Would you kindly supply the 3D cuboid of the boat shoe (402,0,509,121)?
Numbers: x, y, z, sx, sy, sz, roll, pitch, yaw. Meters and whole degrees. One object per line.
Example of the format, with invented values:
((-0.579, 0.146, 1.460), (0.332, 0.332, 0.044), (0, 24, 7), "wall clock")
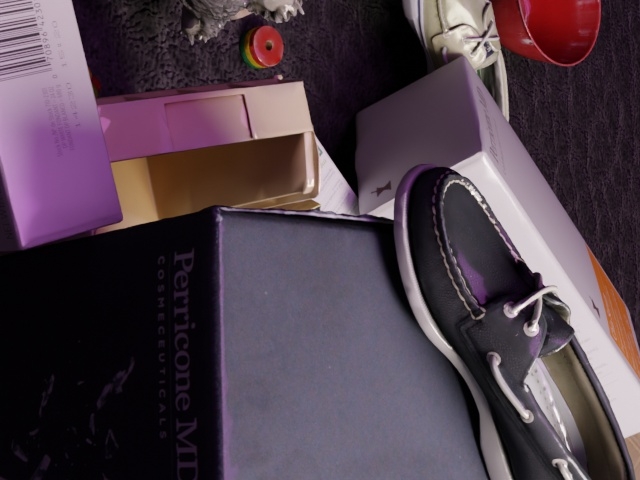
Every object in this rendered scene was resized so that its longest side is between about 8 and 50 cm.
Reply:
((0.176, -0.241, 1.651), (0.109, 0.094, 0.302), (-39, 139, -19), "boat shoe")

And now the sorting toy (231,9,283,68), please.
((-0.066, -0.338, 1.529), (0.132, 0.046, 0.275), (-31, 109, -41), "sorting toy")

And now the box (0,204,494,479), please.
((-0.119, 0.246, 1.121), (0.297, 0.471, 0.480), (6, 79, -45), "box")

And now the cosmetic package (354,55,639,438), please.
((0.224, 0.033, 1.649), (0.453, 0.161, 0.230), (52, 21, -30), "cosmetic package")

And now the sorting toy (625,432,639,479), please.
((0.407, 0.348, 1.961), (0.307, 0.041, 0.229), (46, 62, -32), "sorting toy")

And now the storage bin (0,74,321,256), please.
((-0.176, -0.063, 1.258), (0.262, 0.260, 0.123), (-13, 92, -44), "storage bin")

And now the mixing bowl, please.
((0.281, -0.314, 1.830), (0.181, 0.098, 0.181), (4, 84, -44), "mixing bowl")

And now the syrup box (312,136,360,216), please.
((0.000, 0.000, 1.538), (0.237, 0.096, 0.093), (54, 54, -27), "syrup box")

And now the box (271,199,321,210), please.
((-0.051, 0.065, 1.445), (0.087, 0.058, 0.232), (-26, 133, -40), "box")

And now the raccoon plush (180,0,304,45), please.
((-0.009, -0.385, 1.416), (0.446, 0.216, 0.299), (-21, 98, -29), "raccoon plush")

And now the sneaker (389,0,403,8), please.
((0.100, -0.429, 1.671), (0.130, 0.109, 0.286), (-41, 125, -45), "sneaker")

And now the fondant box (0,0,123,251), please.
((-0.308, -0.111, 1.078), (0.096, 0.330, 0.238), (-20, 102, -40), "fondant box")

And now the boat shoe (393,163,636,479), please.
((0.150, 0.075, 1.020), (0.114, 0.091, 0.303), (-45, 115, -42), "boat shoe")

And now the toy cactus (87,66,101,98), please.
((-0.290, -0.165, 1.227), (0.219, 0.112, 0.180), (39, 21, -26), "toy cactus")
